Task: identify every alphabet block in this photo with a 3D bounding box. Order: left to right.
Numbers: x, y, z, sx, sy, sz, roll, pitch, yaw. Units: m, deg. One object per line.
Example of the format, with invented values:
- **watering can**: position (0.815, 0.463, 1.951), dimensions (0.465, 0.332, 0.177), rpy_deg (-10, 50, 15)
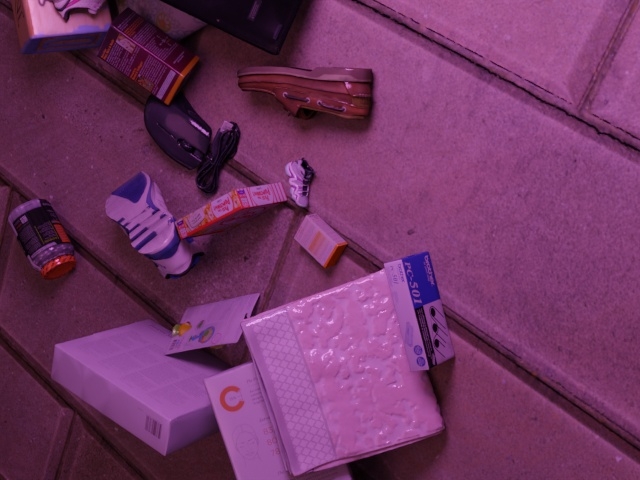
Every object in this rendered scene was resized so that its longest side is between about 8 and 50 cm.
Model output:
- **alphabet block**: position (-0.592, -0.543, 2.126), dimensions (0.193, 0.193, 0.197), rpy_deg (-3, 99, 64)

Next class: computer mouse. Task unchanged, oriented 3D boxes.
- **computer mouse**: position (-0.308, -0.243, 2.073), dimensions (0.272, 0.072, 0.188), rpy_deg (43, 122, 24)

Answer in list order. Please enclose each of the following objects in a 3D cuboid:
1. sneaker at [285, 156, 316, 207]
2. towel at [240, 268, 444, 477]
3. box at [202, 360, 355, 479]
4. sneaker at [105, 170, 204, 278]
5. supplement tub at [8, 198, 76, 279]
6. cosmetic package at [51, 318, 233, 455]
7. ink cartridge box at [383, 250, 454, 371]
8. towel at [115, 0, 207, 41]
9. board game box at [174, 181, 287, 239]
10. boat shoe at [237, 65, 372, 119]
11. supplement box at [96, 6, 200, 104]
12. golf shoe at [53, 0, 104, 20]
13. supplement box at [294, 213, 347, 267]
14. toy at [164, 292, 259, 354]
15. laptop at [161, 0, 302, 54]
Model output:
- **sneaker**: position (-0.031, -0.121, 1.903), dimensions (0.069, 0.038, 0.098), rpy_deg (-23, 85, 39)
- **towel**: position (0.040, 0.256, 1.801), dimensions (0.317, 0.053, 0.331), rpy_deg (-19, 86, -2)
- **box**: position (-0.073, 0.403, 1.898), dimensions (0.215, 0.168, 0.345), rpy_deg (-19, 85, -1)
- **sneaker**: position (-0.366, -0.008, 2.114), dimensions (0.127, 0.182, 0.315), rpy_deg (-35, 40, -4)
- **supplement tub**: position (-0.708, -0.001, 2.401), dimensions (0.117, 0.117, 0.190), rpy_deg (-42, 72, 35)
- **cosmetic package**: position (-0.366, 0.313, 2.091), dimensions (0.377, 0.284, 0.097), rpy_deg (25, 115, 32)
- **ink cartridge box**: position (0.185, 0.130, 1.747), dimensions (0.046, 0.097, 0.207), rpy_deg (-15, 90, 39)
- **towel**: position (-0.335, -0.619, 2.015), dimensions (0.321, 0.090, 0.374), rpy_deg (-18, 88, 42)
- **board game box**: position (-0.187, -0.062, 1.967), dimensions (0.194, 0.147, 0.045), rpy_deg (-25, 83, 39)
- **boat shoe**: position (-0.042, -0.286, 1.833), dimensions (0.307, 0.111, 0.104), rpy_deg (9, 103, 37)
- **supplement box**: position (-0.369, -0.394, 2.013), dimensions (0.188, 0.080, 0.104), rpy_deg (35, 138, -7)
- **golf shoe**: position (-0.483, -0.535, 2.020), dimensions (0.186, 0.067, 0.085), rpy_deg (-18, 110, 1)
- **supplement box**: position (0.000, 0.000, 1.904), dimensions (0.098, 0.036, 0.062), rpy_deg (44, 122, 23)
- **toy**: position (-0.232, 0.198, 2.092), dimensions (0.237, 0.136, 0.056), rpy_deg (-11, 132, 37)
- **laptop**: position (-0.207, -0.617, 1.783), dimensions (0.381, 0.408, 0.236), rpy_deg (-65, 20, 7)
